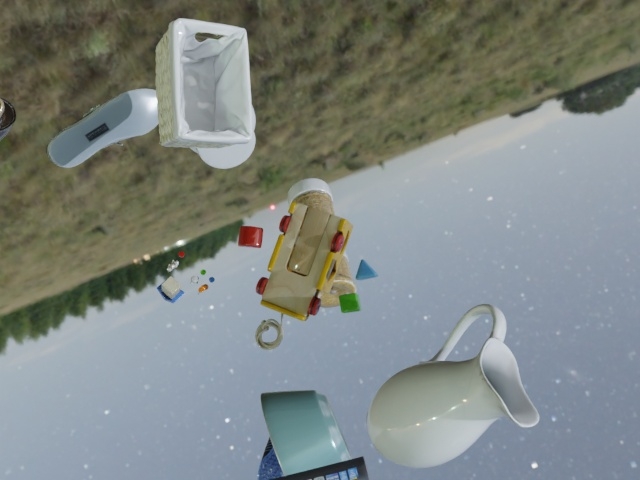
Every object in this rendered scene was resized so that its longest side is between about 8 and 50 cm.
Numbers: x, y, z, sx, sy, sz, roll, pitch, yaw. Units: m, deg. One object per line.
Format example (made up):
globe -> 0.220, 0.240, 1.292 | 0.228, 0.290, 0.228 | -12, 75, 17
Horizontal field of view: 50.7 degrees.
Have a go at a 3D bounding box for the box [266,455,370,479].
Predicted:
box -> -0.059, 0.444, 0.887 | 0.307, 0.242, 0.076 | -7, 155, -18

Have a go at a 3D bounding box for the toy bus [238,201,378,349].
toy bus -> -0.022, 0.044, 1.033 | 0.202, 0.191, 0.104 | -25, 167, 9

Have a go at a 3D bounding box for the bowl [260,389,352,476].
bowl -> -0.026, 0.513, 1.750 | 0.163, 0.312, 0.311 | -23, -175, -2

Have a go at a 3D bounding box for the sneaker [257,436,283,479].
sneaker -> -0.127, 0.634, 2.054 | 0.081, 0.232, 0.090 | 20, 172, 3

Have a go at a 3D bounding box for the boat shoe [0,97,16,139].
boat shoe -> -0.761, -0.281, 1.517 | 0.123, 0.123, 0.342 | -21, -170, 8

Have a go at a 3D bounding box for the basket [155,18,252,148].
basket -> -0.172, -0.217, 0.974 | 0.113, 0.167, 0.103 | -2, 178, -30

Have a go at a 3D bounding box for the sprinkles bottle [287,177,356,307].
sprinkles bottle -> 0.000, 0.000, 1.755 | 0.121, 0.355, 0.121 | -9, 141, -7

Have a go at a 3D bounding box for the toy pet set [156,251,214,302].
toy pet set -> -0.363, 0.114, 1.786 | 0.114, 0.122, 0.065 | -46, 171, -30

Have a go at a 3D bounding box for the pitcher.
pitcher -> 0.160, 0.187, 0.863 | 0.207, 0.125, 0.178 | -37, -148, 36

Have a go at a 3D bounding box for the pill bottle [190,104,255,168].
pill bottle -> -0.216, -0.262, 1.351 | 0.152, 0.152, 0.272 | -22, -138, -5

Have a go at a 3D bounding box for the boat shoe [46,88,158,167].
boat shoe -> -0.520, -0.275, 1.641 | 0.306, 0.113, 0.105 | -39, -151, -16
